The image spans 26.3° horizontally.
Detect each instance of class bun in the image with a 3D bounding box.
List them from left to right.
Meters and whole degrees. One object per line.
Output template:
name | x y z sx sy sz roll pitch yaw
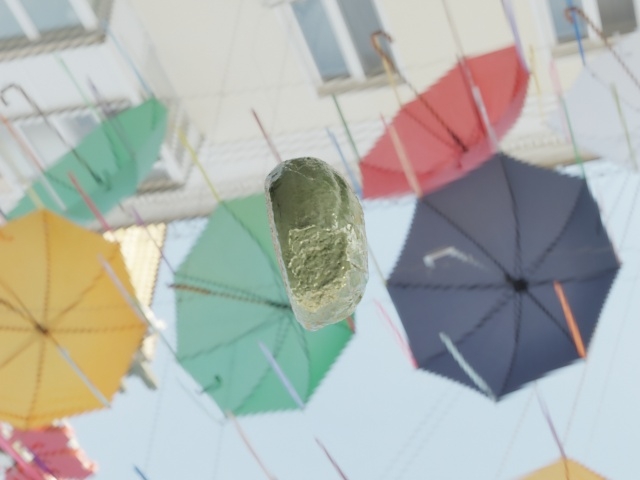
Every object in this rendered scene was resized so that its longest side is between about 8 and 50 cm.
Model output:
bun | 0.000 -0.001 1.600 0.108 0.221 0.221 -13 -133 -4
